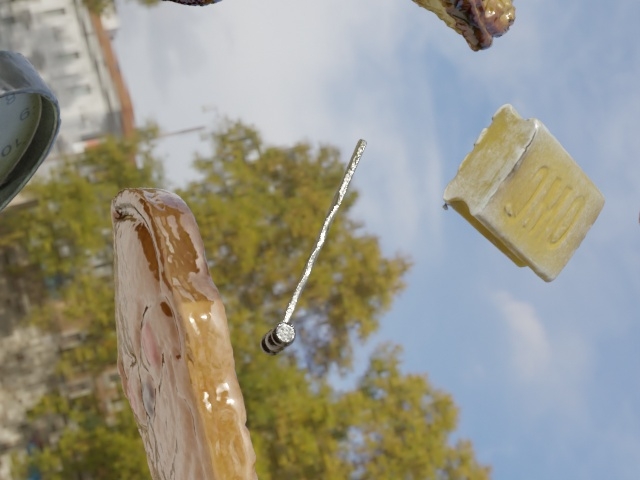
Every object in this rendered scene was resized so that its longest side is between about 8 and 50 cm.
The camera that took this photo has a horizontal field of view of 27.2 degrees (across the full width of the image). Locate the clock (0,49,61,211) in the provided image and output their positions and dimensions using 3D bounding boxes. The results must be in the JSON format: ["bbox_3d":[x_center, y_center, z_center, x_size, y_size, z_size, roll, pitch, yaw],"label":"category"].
[{"bbox_3d":[-0.379,-0.071,1.327,0.055,0.281,0.280,45,-27,11],"label":"clock"}]

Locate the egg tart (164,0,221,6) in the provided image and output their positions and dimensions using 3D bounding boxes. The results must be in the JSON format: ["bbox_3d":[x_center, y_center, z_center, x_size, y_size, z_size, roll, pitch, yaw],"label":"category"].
[{"bbox_3d":[-0.152,-0.357,1.375,0.171,0.215,0.215,26,-51,51],"label":"egg tart"}]

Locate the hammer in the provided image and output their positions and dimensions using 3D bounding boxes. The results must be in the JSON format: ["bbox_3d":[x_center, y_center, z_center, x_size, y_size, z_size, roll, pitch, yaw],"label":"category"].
[{"bbox_3d":[0.000,0.000,1.528,0.292,0.029,0.058,-67,-168,-25],"label":"hammer"}]

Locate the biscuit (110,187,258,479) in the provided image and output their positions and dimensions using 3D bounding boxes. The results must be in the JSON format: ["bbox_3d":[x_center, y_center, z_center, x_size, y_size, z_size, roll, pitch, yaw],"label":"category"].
[{"bbox_3d":[-0.146,0.153,1.353,0.349,0.078,0.455,126,-49,-60],"label":"biscuit"}]

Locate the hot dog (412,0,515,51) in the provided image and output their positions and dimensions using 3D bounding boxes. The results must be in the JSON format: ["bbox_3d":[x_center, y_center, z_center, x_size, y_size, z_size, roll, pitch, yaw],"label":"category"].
[{"bbox_3d":[0.063,-0.264,1.060,0.259,0.114,0.175,40,-5,35],"label":"hot dog"}]

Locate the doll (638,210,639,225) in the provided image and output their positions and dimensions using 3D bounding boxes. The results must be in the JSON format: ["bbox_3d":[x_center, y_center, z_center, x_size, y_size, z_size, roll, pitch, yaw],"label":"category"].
[{"bbox_3d":[0.543,-0.054,1.571,0.216,0.268,0.284,-66,-165,-7],"label":"doll"}]

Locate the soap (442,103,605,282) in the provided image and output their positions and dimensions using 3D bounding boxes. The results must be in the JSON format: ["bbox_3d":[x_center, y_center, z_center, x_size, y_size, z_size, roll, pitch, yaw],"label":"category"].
[{"bbox_3d":[0.303,-0.062,1.947,0.089,0.173,0.274,32,-2,39],"label":"soap"}]
